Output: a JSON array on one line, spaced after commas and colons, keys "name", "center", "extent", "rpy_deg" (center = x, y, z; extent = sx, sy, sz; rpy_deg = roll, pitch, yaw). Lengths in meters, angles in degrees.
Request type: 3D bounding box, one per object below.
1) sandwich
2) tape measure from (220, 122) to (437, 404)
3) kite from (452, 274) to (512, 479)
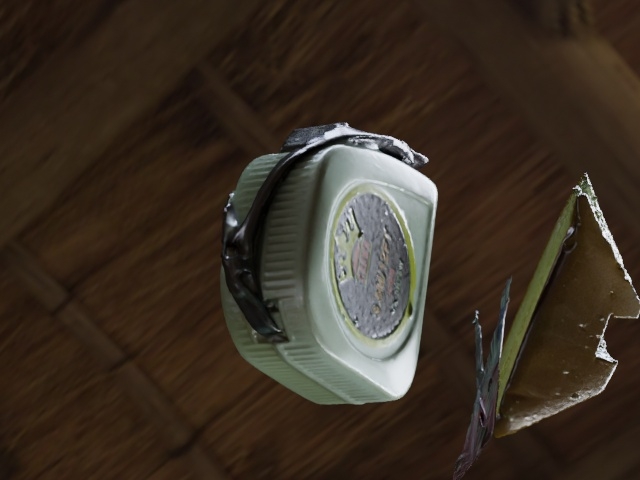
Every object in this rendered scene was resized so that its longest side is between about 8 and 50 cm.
[{"name": "sandwich", "center": [0.226, 0.066, 1.677], "extent": [0.088, 0.244, 0.090], "rpy_deg": [16, -160, -7]}, {"name": "tape measure", "center": [0.000, 0.000, 1.509], "extent": [0.207, 0.115, 0.235], "rpy_deg": [34, -124, -47]}, {"name": "kite", "center": [0.088, 0.081, 1.046], "extent": [0.005, 0.137, 0.152], "rpy_deg": [14, -165, -3]}]
